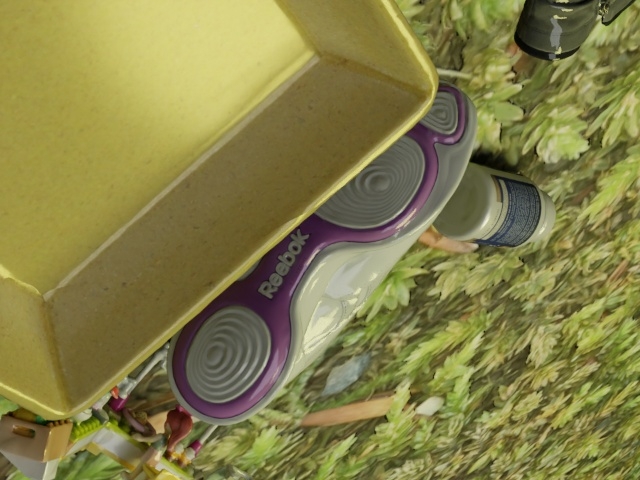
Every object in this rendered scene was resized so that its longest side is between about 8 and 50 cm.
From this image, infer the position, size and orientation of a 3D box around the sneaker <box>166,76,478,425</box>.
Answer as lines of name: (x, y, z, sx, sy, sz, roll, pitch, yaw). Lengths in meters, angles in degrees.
sneaker: (0.000, 0.000, 0.896, 0.305, 0.114, 0.152, -49, 173, 6)

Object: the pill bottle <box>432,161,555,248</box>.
pill bottle: (0.151, -0.028, 1.018, 0.120, 0.067, 0.067, 8, 126, -49)

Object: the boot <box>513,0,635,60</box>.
boot: (0.213, -0.238, 0.784, 0.246, 0.083, 0.161, -39, 149, -18)

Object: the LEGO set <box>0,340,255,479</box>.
LEGO set: (-0.135, 0.131, 0.892, 0.107, 0.132, 0.287, -49, 141, 0)

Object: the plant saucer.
plant saucer: (-0.127, -0.078, 0.650, 0.333, 0.081, 0.333, -41, 144, 2)
